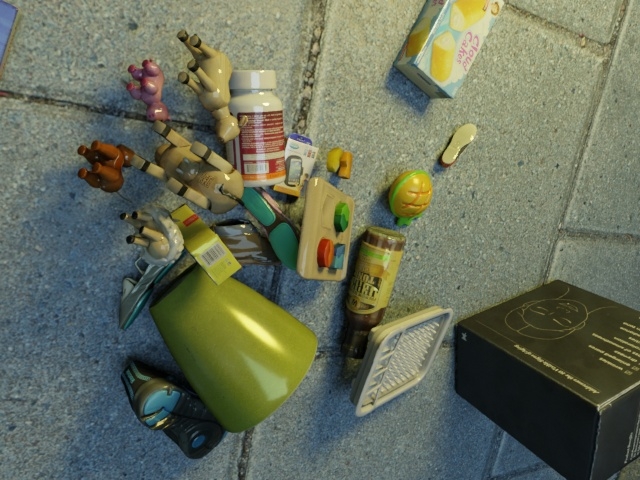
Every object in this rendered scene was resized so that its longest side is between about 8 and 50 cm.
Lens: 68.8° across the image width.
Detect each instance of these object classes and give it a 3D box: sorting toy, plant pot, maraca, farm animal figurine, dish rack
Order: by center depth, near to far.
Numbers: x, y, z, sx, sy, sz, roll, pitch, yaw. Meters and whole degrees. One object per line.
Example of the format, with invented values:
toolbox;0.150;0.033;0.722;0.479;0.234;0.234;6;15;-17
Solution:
farm animal figurine;-0.237;-0.160;0.831;0.330;0.327;0.172;-43;154;7
plant pot;-0.203;0.194;0.982;0.275;0.275;0.293;-44;105;-10
sorting toy;0.030;-0.062;1.044;0.229;0.041;0.307;15;81;-65
maraca;0.233;-0.106;1.202;0.127;0.099;0.185;-32;144;-7
dish rack;0.212;0.310;1.272;0.333;0.072;0.285;-8;123;-43

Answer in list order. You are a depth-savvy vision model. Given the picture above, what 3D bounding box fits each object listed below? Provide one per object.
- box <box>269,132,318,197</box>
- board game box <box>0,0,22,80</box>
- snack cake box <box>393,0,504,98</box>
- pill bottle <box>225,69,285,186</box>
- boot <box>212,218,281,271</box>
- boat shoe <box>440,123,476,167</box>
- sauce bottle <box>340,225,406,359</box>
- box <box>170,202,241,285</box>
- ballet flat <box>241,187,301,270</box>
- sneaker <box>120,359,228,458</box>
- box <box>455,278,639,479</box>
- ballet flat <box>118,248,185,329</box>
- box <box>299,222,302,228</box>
box;-0.057;-0.171;1.061;0.081;0.028;0.136;12;101;-30
board game box;-0.664;-0.266;0.682;0.318;0.066;0.318;17;97;-31
snack cake box;0.308;-0.495;1.120;0.152;0.089;0.264;26;92;-31
pill bottle;-0.135;-0.226;0.947;0.121;0.121;0.221;-10;110;-25
boot;-0.138;-0.001;1.040;0.219;0.082;0.106;-13;114;-22
boat shoe;0.370;-0.254;1.258;0.137;0.049;0.043;-54;164;-6
sauce bottle;0.127;0.140;1.208;0.111;0.111;0.344;6;103;-30
box;-0.233;0.000;0.899;0.058;0.232;0.087;-39;121;-11
ballet flat;-0.092;-0.037;1.019;0.077;0.079;0.221;-37;91;26
sneaker;-0.314;0.374;1.049;0.125;0.140;0.341;-43;140;-21
box;0.747;0.385;1.403;0.472;0.480;0.297;-14;113;-24
ballet flat;-0.364;0.081;0.963;0.068;0.072;0.213;36;86;-4
box;0.000;0.000;1.118;0.137;0.027;0.094;63;36;-27
